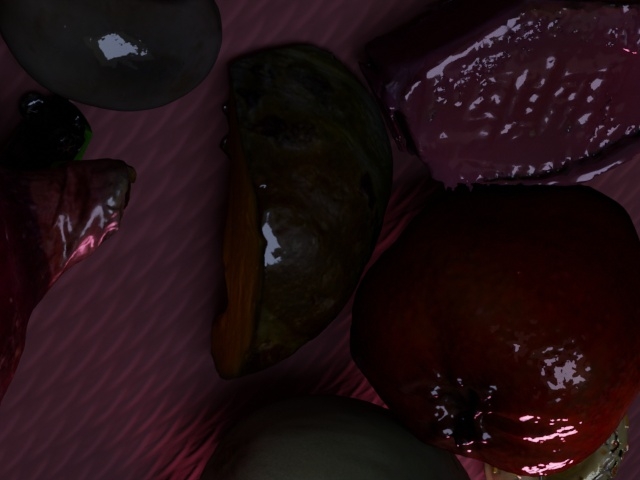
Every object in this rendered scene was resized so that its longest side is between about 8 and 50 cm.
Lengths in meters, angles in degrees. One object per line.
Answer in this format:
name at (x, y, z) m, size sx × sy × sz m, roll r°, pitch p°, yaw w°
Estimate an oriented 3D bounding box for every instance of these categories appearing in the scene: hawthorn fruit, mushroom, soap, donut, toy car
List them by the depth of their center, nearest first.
mushroom at (-0.158, -0.165, 1.247) m, size 0.188 × 0.117 × 0.141 m, roll 2°, pitch 130°, yaw -30°
toy car at (-0.242, -0.043, 1.301) m, size 0.062 × 0.071 × 0.165 m, roll 22°, pitch 109°, yaw -48°
soap at (0.176, -0.143, 1.394) m, size 0.289 × 0.112 × 0.182 m, roll -1°, pitch 115°, yaw -18°
hawthorn fruit at (0.185, 0.062, 1.448) m, size 0.307 × 0.265 × 0.265 m, roll -52°, pitch 143°, yaw -46°
donut at (0.254, 0.220, 1.679) m, size 0.174 × 0.068 × 0.175 m, roll -11°, pitch 123°, yaw -17°

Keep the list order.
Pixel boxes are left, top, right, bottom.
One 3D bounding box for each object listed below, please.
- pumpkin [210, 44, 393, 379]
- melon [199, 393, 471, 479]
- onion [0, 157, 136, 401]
pumpkin at (0.000, 0.000, 1.388) m, size 0.169 × 0.148 × 0.312 m, roll -4°, pitch 124°, yaw -17°
melon at (0.025, 0.279, 1.497) m, size 0.308 × 0.272 × 0.272 m, roll 13°, pitch 114°, yaw -44°
onion at (-0.309, 0.021, 1.147) m, size 0.385 × 0.348 × 0.348 m, roll -19°, pitch 125°, yaw -16°
